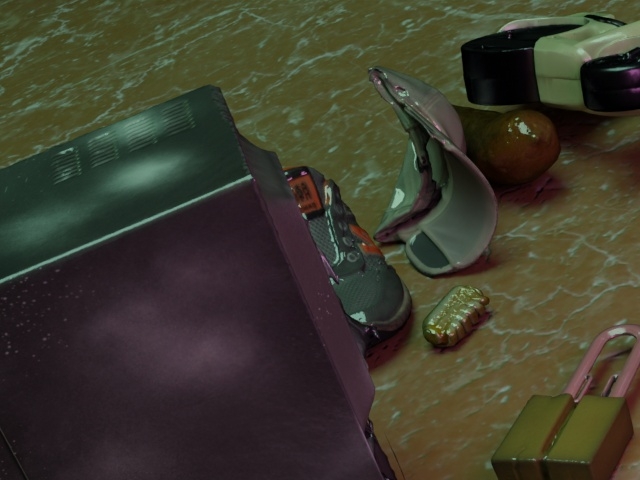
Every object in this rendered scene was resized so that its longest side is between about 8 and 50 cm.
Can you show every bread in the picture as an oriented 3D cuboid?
[{"bbox_3d":[0.144,0.083,1.995,0.049,0.034,0.088,18,50,32],"label":"bread"}]

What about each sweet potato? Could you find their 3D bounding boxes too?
[{"bbox_3d":[0.199,-0.117,2.251,0.097,0.097,0.292,-33,19,-19],"label":"sweet potato"}]

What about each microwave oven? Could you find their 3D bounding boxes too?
[{"bbox_3d":[-0.129,0.131,1.679,0.374,0.432,0.236,-22,27,0],"label":"microwave oven"}]

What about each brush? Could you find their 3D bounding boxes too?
[{"bbox_3d":[0.256,0.153,1.772,0.103,0.047,0.233,-2,32,35],"label":"brush"}]

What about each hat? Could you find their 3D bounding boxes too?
[{"bbox_3d":[0.145,-0.086,2.147,0.226,0.219,0.164,22,36,37],"label":"hat"}]

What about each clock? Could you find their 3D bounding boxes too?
[{"bbox_3d":[0.343,-0.218,2.238,0.276,0.120,0.379,-17,18,-29],"label":"clock"}]

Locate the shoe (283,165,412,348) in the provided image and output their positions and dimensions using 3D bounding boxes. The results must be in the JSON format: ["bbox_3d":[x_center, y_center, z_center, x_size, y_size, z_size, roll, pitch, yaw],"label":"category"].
[{"bbox_3d":[0.000,0.000,2.102,0.132,0.171,0.336,-24,27,-3],"label":"shoe"}]
